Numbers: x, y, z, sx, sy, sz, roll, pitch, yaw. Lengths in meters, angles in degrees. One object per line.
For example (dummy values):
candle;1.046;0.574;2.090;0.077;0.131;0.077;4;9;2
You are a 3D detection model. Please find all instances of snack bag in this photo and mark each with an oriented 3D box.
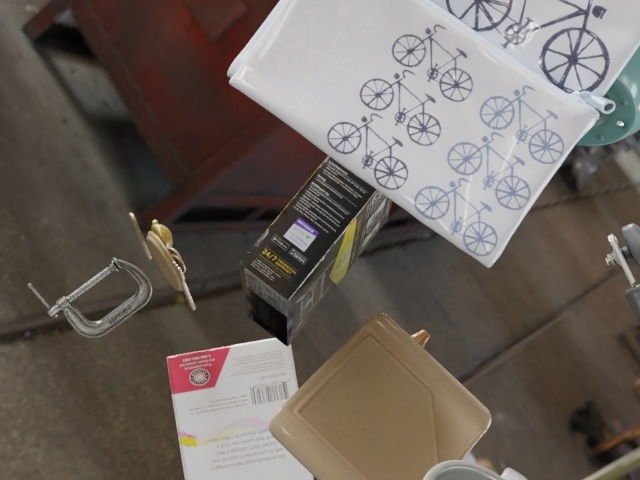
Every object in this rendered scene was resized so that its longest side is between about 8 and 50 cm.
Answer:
snack bag;0.129;-0.201;1.137;0.323;0.342;0.037;37;4;12

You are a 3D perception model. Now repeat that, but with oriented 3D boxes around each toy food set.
toy food set;-0.265;0.030;2.148;0.192;0.038;0.132;44;-22;41

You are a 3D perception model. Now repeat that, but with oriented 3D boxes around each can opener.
can opener;0.649;0.105;2.423;0.280;0.093;0.074;69;18;8

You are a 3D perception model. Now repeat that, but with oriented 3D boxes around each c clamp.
c clamp;-0.346;0.082;1.878;0.137;0.160;0.022;61;-6;-25

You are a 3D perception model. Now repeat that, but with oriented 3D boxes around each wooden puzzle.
wooden puzzle;0.081;0.243;1.606;0.221;0.044;0.238;43;59;7

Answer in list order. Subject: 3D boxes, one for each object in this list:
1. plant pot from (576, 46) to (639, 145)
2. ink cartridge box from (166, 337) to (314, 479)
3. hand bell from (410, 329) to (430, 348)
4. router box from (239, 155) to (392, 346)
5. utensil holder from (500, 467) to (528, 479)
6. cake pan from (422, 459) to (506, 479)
plant pot;0.392;-0.279;1.731;0.293;0.293;0.235;44;58;-25
ink cartridge box;-0.141;0.341;2.173;0.131;0.226;0.306;114;-32;-81
hand bell;0.093;0.235;2.066;0.126;0.242;0.126;45;-14;14
router box;0.000;0.000;1.629;0.081;0.243;0.309;37;-14;8
utensil holder;0.319;0.520;1.502;0.385;0.328;0.327;29;16;15
cake pan;0.190;0.370;1.277;0.293;0.054;0.293;35;29;-23
